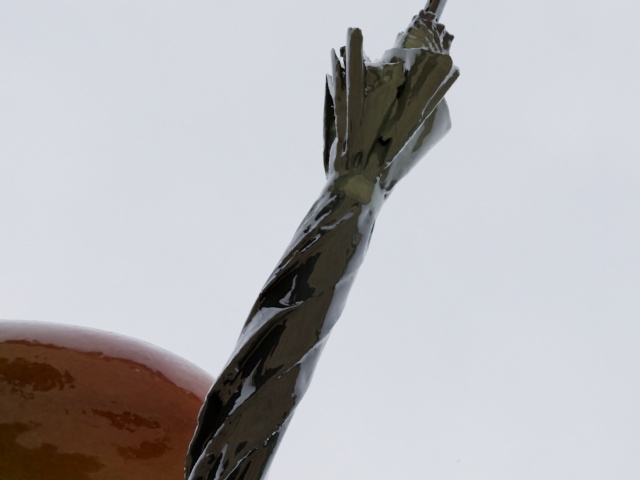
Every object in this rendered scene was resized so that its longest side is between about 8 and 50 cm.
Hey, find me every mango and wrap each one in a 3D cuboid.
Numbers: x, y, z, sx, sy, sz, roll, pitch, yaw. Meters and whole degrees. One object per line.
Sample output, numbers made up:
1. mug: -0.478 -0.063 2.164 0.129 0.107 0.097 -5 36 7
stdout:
1. mango: -0.177 0.111 0.775 0.289 0.129 0.146 6 -58 -3

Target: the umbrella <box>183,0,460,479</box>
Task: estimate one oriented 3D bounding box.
1. umbrella: 0.004 -0.002 0.371 0.044 0.044 0.269 39 -131 -21
